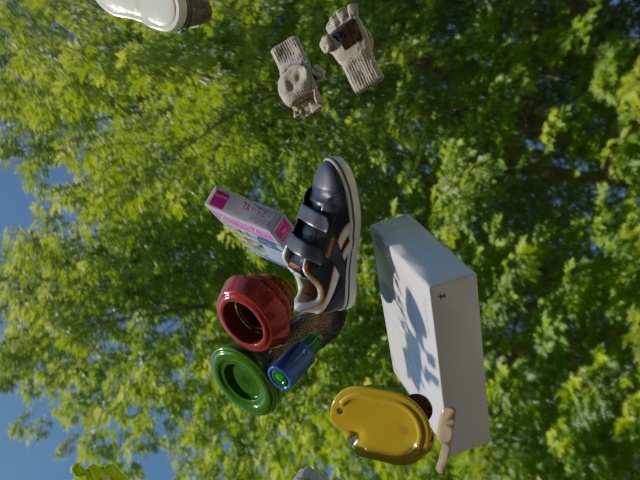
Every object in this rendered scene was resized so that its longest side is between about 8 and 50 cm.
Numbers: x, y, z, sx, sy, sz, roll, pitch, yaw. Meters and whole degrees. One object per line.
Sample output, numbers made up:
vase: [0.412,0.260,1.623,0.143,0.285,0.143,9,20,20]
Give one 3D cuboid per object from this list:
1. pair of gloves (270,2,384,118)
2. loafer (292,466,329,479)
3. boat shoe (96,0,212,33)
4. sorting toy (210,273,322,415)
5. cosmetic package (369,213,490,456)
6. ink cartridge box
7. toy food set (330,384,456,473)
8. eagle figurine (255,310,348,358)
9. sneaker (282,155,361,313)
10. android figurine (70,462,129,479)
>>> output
pair of gloves: [0.005,-0.396,1.402,0.240,0.204,0.042,-20,-17,20]
loafer: [-0.057,0.639,1.381,0.111,0.112,0.319,-36,-40,-55]
boat shoe: [-0.331,-0.470,1.193,0.091,0.305,0.109,-21,-44,-47]
sorting toy: [-0.030,0.060,0.379,0.042,0.061,0.102,-40,-31,-44]
cosmetic package: [0.210,0.174,1.220,0.097,0.284,0.377,-15,-63,-8]
ink cartridge box: [-0.125,-0.007,1.477,0.065,0.186,0.311,-62,-25,-12]
toy food set: [0.128,0.302,1.056,0.071,0.218,0.128,-19,-69,-60]
eagle figurine: [-0.096,0.239,1.737,0.225,0.298,0.226,49,-130,-3]
sneaker: [0.000,0.000,1.233,0.127,0.126,0.321,-11,-70,-26]
android figurine: [-0.383,0.526,1.192,0.056,0.248,0.273,-35,-62,-9]
